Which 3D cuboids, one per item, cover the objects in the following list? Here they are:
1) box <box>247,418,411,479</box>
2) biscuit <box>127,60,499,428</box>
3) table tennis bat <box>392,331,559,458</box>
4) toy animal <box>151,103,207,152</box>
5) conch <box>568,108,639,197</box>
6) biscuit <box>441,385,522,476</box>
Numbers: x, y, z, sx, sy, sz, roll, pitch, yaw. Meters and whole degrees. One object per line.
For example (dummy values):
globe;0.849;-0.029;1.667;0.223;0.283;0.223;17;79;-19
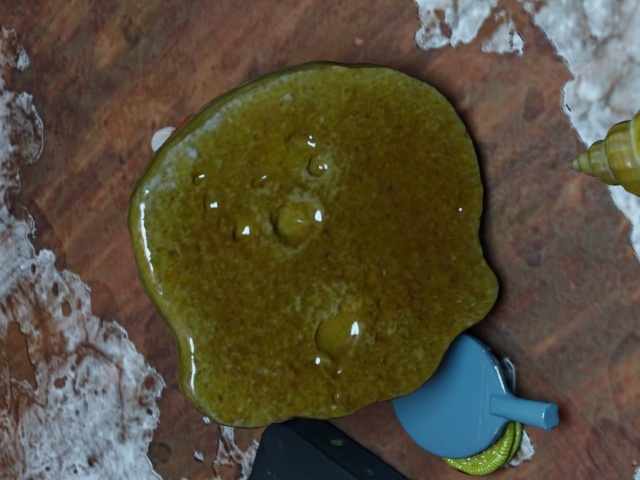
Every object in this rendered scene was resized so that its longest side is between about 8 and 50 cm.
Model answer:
box;0.066;0.308;1.465;0.350;0.058;0.211;33;121;35
biscuit;-0.001;0.000;1.326;0.049;0.273;0.257;-4;104;71
table tennis bat;0.113;0.119;1.371;0.155;0.019;0.100;8;97;43
toy animal;-0.037;-0.021;1.418;0.171;0.171;0.197;-27;80;43
conch;0.309;-0.080;1.136;0.330;0.093;0.109;-11;73;24
biscuit;0.118;0.140;1.399;0.084;0.023;0.084;11;107;41
